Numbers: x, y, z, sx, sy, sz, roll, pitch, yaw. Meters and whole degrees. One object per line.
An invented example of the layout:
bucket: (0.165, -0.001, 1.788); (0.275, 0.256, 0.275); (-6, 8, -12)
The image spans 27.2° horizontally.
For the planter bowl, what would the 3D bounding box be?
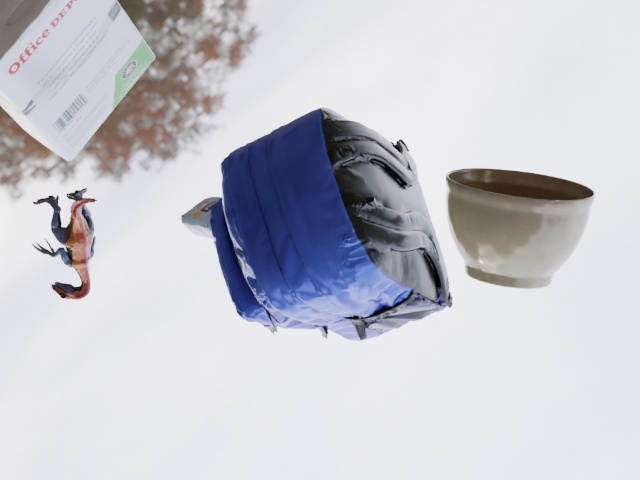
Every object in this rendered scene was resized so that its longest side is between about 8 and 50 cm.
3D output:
planter bowl: (0.211, -0.010, 1.440); (0.162, 0.109, 0.162); (5, -167, -1)

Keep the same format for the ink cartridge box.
ink cartridge box: (-0.289, -0.208, 1.418); (0.092, 0.219, 0.160); (34, -100, 22)

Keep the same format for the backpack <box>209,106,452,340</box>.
backpack: (0.000, 0.000, 0.625); (0.101, 0.098, 0.120); (-26, 162, 13)

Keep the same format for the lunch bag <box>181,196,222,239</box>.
lunch bag: (-0.106, -0.023, 1.491); (0.083, 0.053, 0.071); (-1, -175, -34)

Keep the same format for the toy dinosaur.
toy dinosaur: (-0.180, 0.007, 0.945); (0.047, 0.082, 0.090); (-15, -167, -15)
